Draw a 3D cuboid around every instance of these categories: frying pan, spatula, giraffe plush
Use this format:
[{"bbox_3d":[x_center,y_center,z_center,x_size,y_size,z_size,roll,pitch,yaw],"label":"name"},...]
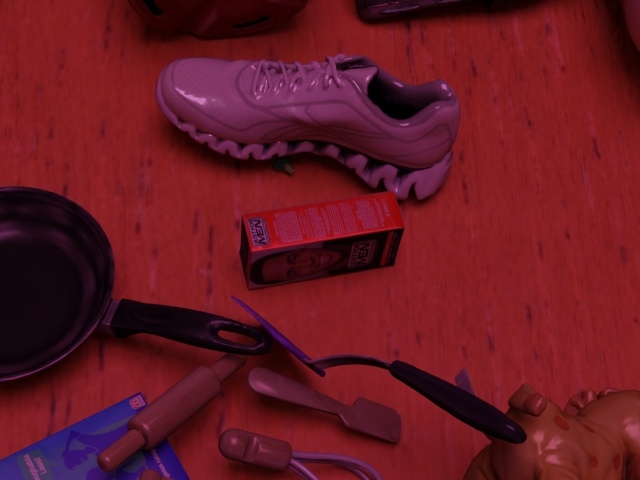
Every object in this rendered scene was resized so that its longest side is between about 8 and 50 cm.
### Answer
[{"bbox_3d":[-0.211,0.035,1.043,0.326,0.053,0.197,-4,57,-5],"label":"frying pan"},{"bbox_3d":[0.038,0.102,0.955,0.296,0.084,0.030,17,72,39],"label":"spatula"},{"bbox_3d":[0.216,0.185,0.952,0.170,0.181,0.210,-9,77,-25],"label":"giraffe plush"}]

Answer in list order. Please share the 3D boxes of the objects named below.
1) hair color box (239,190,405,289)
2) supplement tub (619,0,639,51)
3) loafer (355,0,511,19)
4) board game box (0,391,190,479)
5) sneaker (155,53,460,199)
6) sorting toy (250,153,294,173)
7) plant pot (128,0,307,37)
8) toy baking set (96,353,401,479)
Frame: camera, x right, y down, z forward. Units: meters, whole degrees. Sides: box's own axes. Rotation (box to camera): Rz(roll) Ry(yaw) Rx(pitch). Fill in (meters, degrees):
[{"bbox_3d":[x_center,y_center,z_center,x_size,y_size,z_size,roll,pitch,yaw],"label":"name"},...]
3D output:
[{"bbox_3d":[0.000,0.000,1.088,0.141,0.072,0.043,-9,60,-11],"label":"hair color box"},{"bbox_3d":[0.410,-0.310,1.230,0.228,0.228,0.316,-2,59,-8],"label":"supplement tub"},{"bbox_3d":[0.160,-0.285,1.288,0.267,0.084,0.096,-4,28,-13],"label":"loafer"},{"bbox_3d":[-0.198,0.235,0.937,0.210,0.047,0.160,-26,65,-20],"label":"board game box"},{"bbox_3d":[-0.008,-0.133,1.130,0.292,0.118,0.110,12,54,-3],"label":"sneaker"},{"bbox_3d":[-0.054,-0.096,1.174,0.062,0.012,0.083,-9,57,-17],"label":"sorting toy"},{"bbox_3d":[-0.110,-0.366,1.200,0.272,0.272,0.265,-7,68,-10],"label":"plant pot"},{"bbox_3d":[-0.051,0.182,0.968,0.197,0.030,0.256,43,49,5],"label":"toy baking set"}]
